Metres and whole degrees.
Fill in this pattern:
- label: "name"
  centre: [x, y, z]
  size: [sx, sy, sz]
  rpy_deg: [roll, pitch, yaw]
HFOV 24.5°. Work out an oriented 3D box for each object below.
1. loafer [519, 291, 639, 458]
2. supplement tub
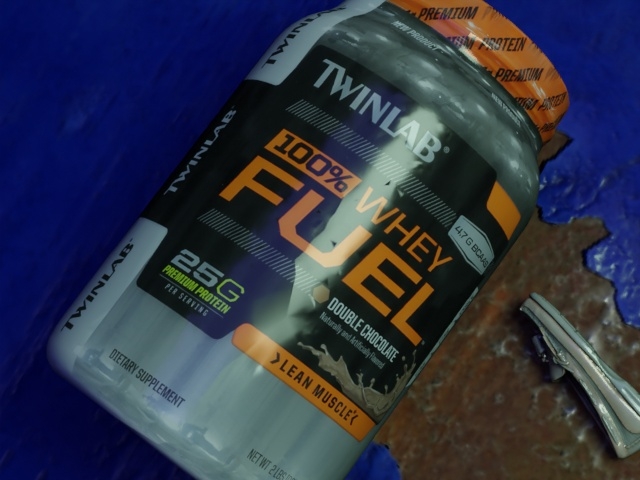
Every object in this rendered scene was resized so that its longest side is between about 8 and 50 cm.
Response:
- label: "loafer"
  centre: [0.171, 0.089, 0.975]
  size: [0.039, 0.045, 0.125]
  rpy_deg: [-44, 70, 2]
- label: "supplement tub"
  centre: [0.000, 0.000, 0.954]
  size: [0.207, 0.207, 0.338]
  rpy_deg: [33, 81, 21]
